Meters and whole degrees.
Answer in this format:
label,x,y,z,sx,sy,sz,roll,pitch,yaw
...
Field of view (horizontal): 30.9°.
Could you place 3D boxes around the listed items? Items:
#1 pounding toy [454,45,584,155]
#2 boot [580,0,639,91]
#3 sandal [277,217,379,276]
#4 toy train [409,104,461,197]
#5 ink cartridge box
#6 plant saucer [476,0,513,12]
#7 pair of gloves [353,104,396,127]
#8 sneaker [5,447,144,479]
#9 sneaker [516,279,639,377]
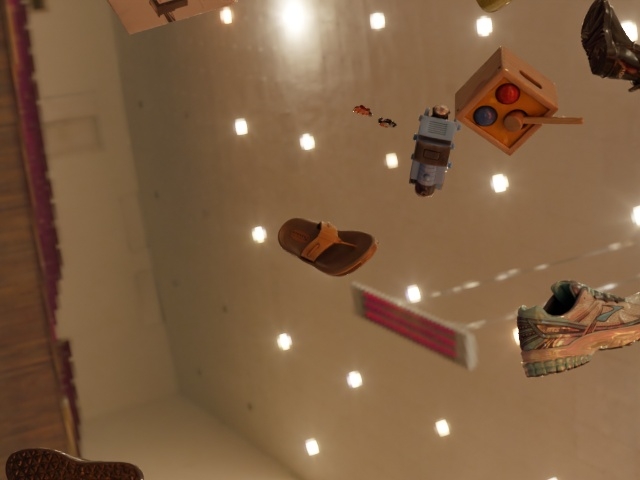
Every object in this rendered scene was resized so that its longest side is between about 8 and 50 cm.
label,x,y,z,sx,sy,sz,roll,pitch,yaw
pounding toy,0.295,-0.198,1.727,0.130,0.141,0.100,-46,-159,33
boot,0.321,-0.190,1.182,0.121,0.099,0.045,-87,-160,-45
sandal,0.000,0.000,1.543,0.180,0.072,0.049,19,-21,45
toy train,0.199,-0.155,2.072,0.184,0.080,0.105,98,8,-49
ink cartridge box,-0.149,-0.295,1.277,0.150,0.109,0.063,-9,-53,30
plant saucer,0.156,-0.262,0.750,0.188,0.188,0.045,56,8,-31
pair of gloves,0.099,-0.224,2.118,0.074,0.083,0.010,179,-66,-81
sneaker,-0.407,0.401,1.929,0.097,0.234,0.084,132,-32,-68
sneaker,0.415,0.111,1.769,0.110,0.283,0.122,-15,-87,57
